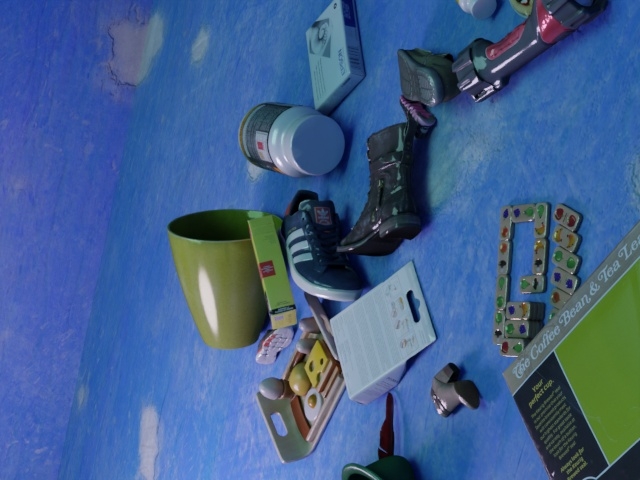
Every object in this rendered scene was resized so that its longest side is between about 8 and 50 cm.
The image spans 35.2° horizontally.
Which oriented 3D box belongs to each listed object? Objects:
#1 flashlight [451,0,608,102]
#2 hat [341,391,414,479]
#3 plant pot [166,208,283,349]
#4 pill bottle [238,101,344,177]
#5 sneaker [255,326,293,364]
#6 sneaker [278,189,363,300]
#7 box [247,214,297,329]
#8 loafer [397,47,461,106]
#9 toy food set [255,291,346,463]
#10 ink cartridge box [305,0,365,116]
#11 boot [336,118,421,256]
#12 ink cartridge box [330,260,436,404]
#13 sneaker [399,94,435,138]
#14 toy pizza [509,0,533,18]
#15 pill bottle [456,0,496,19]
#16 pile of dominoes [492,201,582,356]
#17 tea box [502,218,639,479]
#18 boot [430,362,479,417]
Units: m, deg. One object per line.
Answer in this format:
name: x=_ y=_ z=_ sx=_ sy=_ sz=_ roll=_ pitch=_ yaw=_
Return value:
flashlight: x=0.327 y=-0.340 z=1.642 sx=0.304 sy=0.103 sz=0.103 roll=-30 pitch=31 yaw=57
hat: x=0.156 y=0.421 z=1.839 sx=0.173 sy=0.184 sz=0.208 roll=-2 pitch=116 yaw=54
plant pot: x=-0.222 y=0.100 z=2.413 sx=0.275 sy=0.275 sz=0.293 roll=-148 pitch=53 yaw=-60
pill bottle: x=-0.066 y=-0.226 z=2.275 sx=0.278 sy=0.162 sz=0.162 roll=22 pitch=102 yaw=62
sneaker: x=-0.113 y=0.227 z=2.353 sx=0.158 sy=0.061 sz=0.064 roll=-51 pitch=34 yaw=43
sneaker: x=0.000 y=0.000 z=2.122 sx=0.350 sy=0.131 sz=0.148 roll=49 pitch=130 yaw=55
box: x=-0.104 y=0.067 z=2.174 sx=0.087 sy=0.058 sz=0.232 roll=91 pitch=166 yaw=-65
loafer: x=0.208 y=-0.306 z=1.887 sx=0.251 sy=0.087 sz=0.094 roll=-119 pitch=19 yaw=-63
toy food set: x=-0.047 y=0.294 z=2.173 sx=0.306 sy=0.092 sz=0.219 roll=-66 pitch=31 yaw=28
ink cartridge box: x=0.016 y=-0.408 z=2.295 sx=0.224 sy=0.045 sz=0.223 roll=-43 pitch=47 yaw=51
boot: x=0.117 y=-0.099 z=1.973 sx=0.263 sy=0.091 sz=0.229 roll=-28 pitch=60 yaw=52
ink cartridge box: x=0.129 y=0.180 z=1.942 sx=0.232 sy=0.066 sz=0.189 roll=-36 pitch=49 yaw=27
sneaker: x=0.180 y=-0.239 z=1.953 sx=0.119 sy=0.047 sz=0.057 roll=-114 pitch=30 yaw=-47
toy pizza: x=0.366 y=-0.468 z=1.671 sx=0.201 sy=0.032 sz=0.201 roll=-26 pitch=60 yaw=58
pill bottle: x=0.271 y=-0.446 z=1.807 sx=0.065 sy=0.065 sz=0.116 roll=-61 pitch=34 yaw=34
pile of dominoes: x=0.329 y=0.059 z=1.590 sx=0.196 sy=0.040 sz=0.251 roll=-8 pitch=76 yaw=61
tea box: x=0.432 y=0.190 z=1.170 sx=0.329 sy=0.220 sz=0.323 roll=-57 pitch=37 yaw=38
boot: x=0.228 y=0.271 z=1.728 sx=0.118 sy=0.042 sz=0.087 roll=-116 pitch=36 yaw=-48
